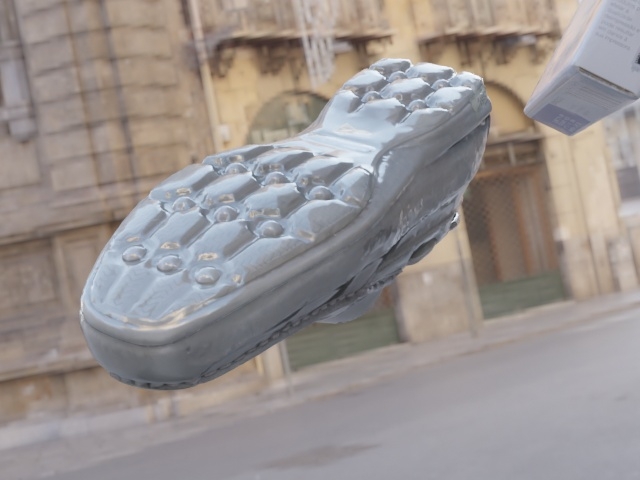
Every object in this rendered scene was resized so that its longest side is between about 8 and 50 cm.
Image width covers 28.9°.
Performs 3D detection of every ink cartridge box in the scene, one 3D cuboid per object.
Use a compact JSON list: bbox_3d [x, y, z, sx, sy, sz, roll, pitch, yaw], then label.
[{"bbox_3d":[0.202,-0.179,0.754,0.045,0.224,0.223,25,1,3],"label":"ink cartridge box"}]

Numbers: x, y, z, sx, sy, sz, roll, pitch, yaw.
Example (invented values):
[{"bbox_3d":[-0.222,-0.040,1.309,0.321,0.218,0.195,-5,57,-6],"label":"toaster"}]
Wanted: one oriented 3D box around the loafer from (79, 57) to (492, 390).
[{"bbox_3d":[0.000,0.000,0.639,0.112,0.111,0.319,18,32,28],"label":"loafer"}]
